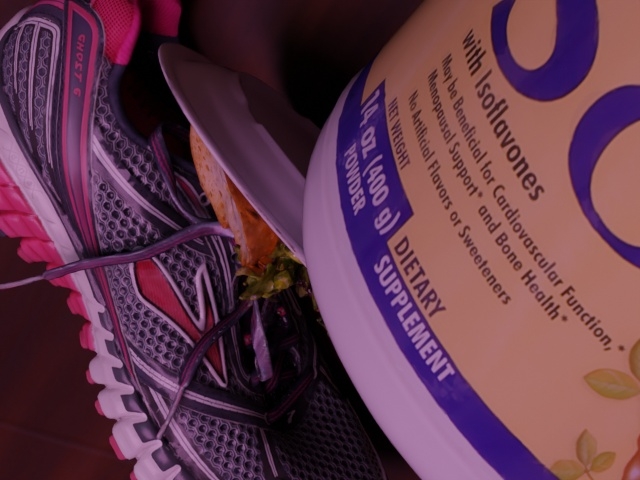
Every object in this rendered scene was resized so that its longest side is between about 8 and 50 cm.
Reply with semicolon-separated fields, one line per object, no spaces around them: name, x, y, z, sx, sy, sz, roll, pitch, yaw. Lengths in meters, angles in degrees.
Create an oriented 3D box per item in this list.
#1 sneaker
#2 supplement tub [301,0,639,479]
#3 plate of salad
sneaker;-0.055;0.022;0.658;0.112;0.121;0.299;-26;103;33
supplement tub;0.175;-0.056;0.423;0.241;0.241;0.331;42;127;-1
plate of salad;0.000;0.000;0.574;0.048;0.200;0.200;-43;94;10
